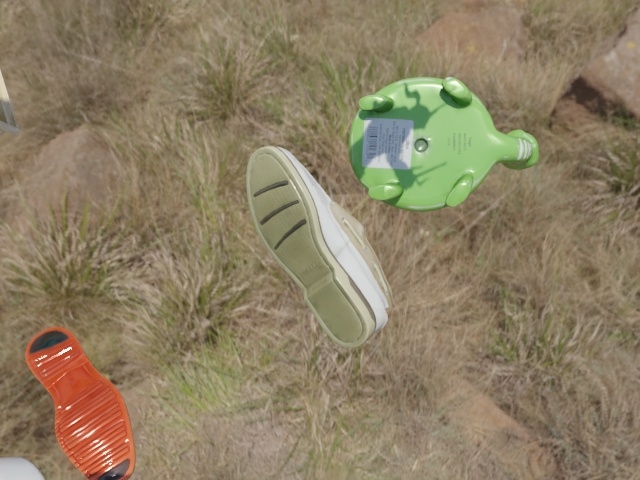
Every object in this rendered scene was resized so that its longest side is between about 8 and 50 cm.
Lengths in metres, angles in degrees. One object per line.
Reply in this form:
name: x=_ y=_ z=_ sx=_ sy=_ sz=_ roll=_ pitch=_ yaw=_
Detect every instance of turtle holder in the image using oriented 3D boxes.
turtle holder: x=0.214 y=-0.186 z=1.267 sx=0.320 sy=0.227 sz=0.243 roll=-26 pitch=90 yaw=10

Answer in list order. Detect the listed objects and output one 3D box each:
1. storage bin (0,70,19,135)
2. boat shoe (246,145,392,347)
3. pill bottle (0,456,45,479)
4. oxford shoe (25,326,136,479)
storage bin: x=-0.636 y=-0.282 z=1.055 sx=0.123 sy=0.262 sz=0.260 roll=-30 pitch=69 yaw=15
boat shoe: x=0.000 y=0.000 z=0.979 sx=0.103 sy=0.113 sz=0.302 roll=-29 pitch=93 yaw=-49
pill bottle: x=-0.321 y=0.216 z=0.414 sx=0.283 sy=0.160 sz=0.160 roll=10 pitch=38 yaw=-47
oxford shoe: x=-0.325 y=0.241 z=0.976 sx=0.097 sy=0.098 sz=0.271 roll=-29 pitch=53 yaw=-17
